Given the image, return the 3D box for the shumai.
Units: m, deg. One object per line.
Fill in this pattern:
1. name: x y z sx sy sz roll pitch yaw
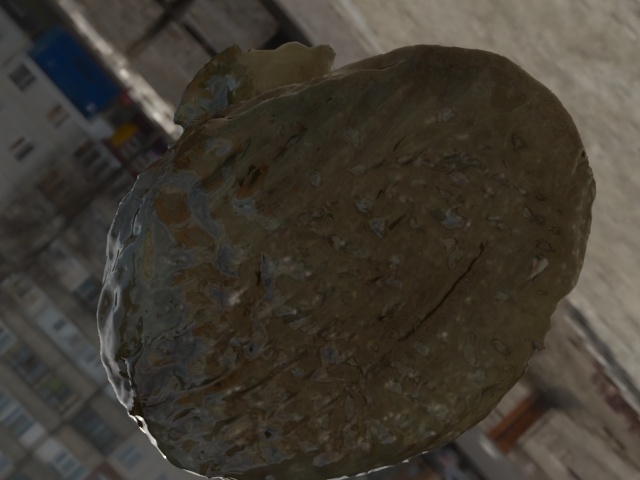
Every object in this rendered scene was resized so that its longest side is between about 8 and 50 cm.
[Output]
1. shumai: 0.000 0.000 0.554 0.161 0.209 0.153 52 173 -22
